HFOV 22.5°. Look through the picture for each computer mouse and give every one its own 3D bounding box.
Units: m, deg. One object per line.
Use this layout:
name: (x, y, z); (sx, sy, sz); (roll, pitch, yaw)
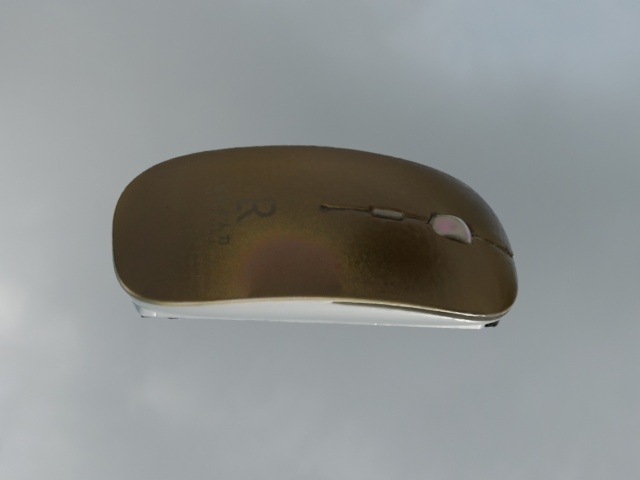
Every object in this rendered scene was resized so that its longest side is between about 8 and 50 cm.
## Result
computer mouse: (0.000, 0.000, 0.955); (0.245, 0.056, 0.126); (4, -134, -11)
